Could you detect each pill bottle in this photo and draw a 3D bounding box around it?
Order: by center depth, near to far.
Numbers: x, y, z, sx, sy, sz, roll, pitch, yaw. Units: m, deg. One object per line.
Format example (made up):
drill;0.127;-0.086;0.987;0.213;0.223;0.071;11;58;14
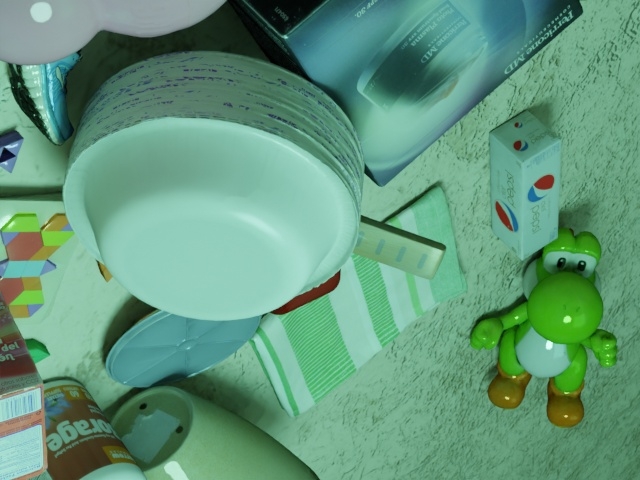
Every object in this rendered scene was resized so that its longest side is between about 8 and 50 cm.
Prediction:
pill bottle;-0.273;0.273;1.510;0.121;0.216;0.121;-27;143;-22

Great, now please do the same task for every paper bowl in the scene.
paper bowl;-0.102;-0.031;1.249;0.284;0.148;0.284;3;142;2

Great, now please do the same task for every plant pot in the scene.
plant pot;-0.155;0.314;1.680;0.256;0.256;0.274;-38;134;-7

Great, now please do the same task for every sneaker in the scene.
sneaker;-0.244;-0.155;1.209;0.073;0.063;0.162;-31;145;-22

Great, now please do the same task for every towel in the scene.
towel;0.057;0.093;1.805;0.325;0.038;0.248;-35;145;-11

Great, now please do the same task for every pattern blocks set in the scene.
pattern blocks set;-0.316;0.021;1.362;0.285;0.026;0.324;-15;138;-34

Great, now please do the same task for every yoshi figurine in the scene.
yoshi figurine;0.356;0.151;2.037;0.204;0.203;0.362;-18;136;-22

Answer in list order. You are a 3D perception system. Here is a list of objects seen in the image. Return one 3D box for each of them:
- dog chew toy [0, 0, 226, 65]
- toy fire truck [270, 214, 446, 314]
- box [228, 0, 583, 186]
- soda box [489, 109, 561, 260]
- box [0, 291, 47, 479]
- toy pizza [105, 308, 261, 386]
dog chew toy;-0.221;-0.232;1.036;0.332;0.206;0.206;-25;143;-12
toy fire truck;0.000;0.000;1.458;0.158;0.246;0.217;-24;142;-24
box;0.080;-0.260;1.315;0.296;0.183;0.294;-41;147;-1
soda box;0.282;-0.073;1.815;0.069;0.074;0.216;-31;144;-16
box;-0.433;0.181;1.290;0.300;0.142;0.154;-16;139;-23
toy pizza;-0.167;0.113;1.587;0.201;0.032;0.201;-21;153;-11
